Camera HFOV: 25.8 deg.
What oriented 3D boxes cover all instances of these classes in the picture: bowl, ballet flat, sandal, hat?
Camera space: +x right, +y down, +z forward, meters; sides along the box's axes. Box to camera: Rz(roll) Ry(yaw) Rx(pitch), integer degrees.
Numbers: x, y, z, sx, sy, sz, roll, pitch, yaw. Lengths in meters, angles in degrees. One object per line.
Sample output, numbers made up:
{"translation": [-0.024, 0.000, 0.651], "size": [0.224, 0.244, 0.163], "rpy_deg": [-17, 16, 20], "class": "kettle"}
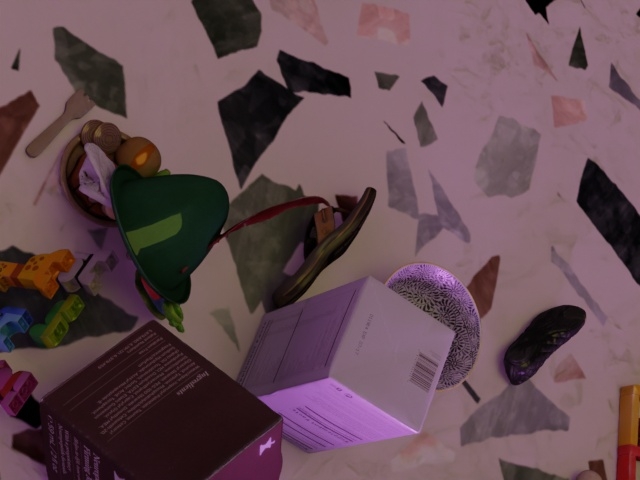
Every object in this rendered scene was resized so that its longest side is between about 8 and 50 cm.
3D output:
{"translation": [0.121, 0.119, 1.825], "size": [0.170, 0.080, 0.170], "rpy_deg": [9, 72, -30], "class": "bowl"}
{"translation": [0.315, 0.142, 1.974], "size": [0.173, 0.057, 0.049], "rpy_deg": [-33, 137, -34], "class": "ballet flat"}
{"translation": [0.000, 0.000, 1.791], "size": [0.060, 0.090, 0.219], "rpy_deg": [39, 64, 7], "class": "sandal"}
{"translation": [-0.114, -0.045, 1.583], "size": [0.173, 0.183, 0.208], "rpy_deg": [63, 12, -16], "class": "hat"}

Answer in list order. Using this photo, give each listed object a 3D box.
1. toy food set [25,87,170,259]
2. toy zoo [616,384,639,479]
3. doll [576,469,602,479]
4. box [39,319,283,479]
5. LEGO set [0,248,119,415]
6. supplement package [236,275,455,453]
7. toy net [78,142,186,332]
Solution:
{"translation": [-0.247, -0.081, 1.664], "size": [0.192, 0.038, 0.132], "rpy_deg": [46, 58, -14], "class": "toy food set"}
{"translation": [0.516, 0.331, 2.054], "size": [0.192, 0.030, 0.293], "rpy_deg": [17, 68, -28], "class": "toy zoo"}
{"translation": [0.346, 0.397, 1.917], "size": [0.129, 0.046, 0.189], "rpy_deg": [39, 60, -20], "class": "doll"}
{"translation": [-0.170, 0.230, 1.501], "size": [0.203, 0.168, 0.167], "rpy_deg": [34, 50, 27], "class": "box"}
{"translation": [-0.331, 0.073, 1.551], "size": [0.227, 0.093, 0.087], "rpy_deg": [-60, 142, -34], "class": "LEGO set"}
{"translation": [0.020, 0.152, 1.650], "size": [0.134, 0.244, 0.139], "rpy_deg": [34, 62, -20], "class": "supplement package"}
{"translation": [-0.222, 0.000, 1.593], "size": [0.232, 0.045, 0.122], "rpy_deg": [60, 14, -20], "class": "toy net"}
